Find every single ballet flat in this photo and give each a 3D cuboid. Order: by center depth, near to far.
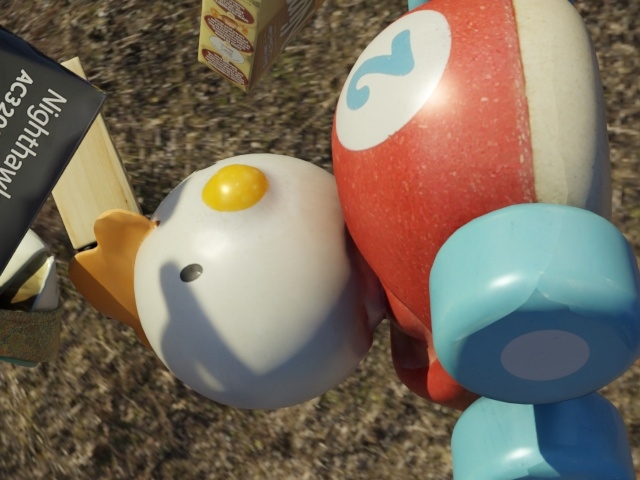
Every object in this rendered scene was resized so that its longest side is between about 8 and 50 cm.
[{"bbox_3d":[-0.265,0.032,0.945,0.123,0.348,0.123,-1,84,12],"label":"ballet flat"}]

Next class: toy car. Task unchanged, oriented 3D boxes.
[{"bbox_3d":[0.000,0.000,0.529,0.237,0.219,0.210,-6,138,6],"label":"toy car"}]

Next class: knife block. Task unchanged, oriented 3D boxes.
[{"bbox_3d":[-0.260,-0.042,1.455,0.088,0.242,0.276,-22,133,-7],"label":"knife block"}]

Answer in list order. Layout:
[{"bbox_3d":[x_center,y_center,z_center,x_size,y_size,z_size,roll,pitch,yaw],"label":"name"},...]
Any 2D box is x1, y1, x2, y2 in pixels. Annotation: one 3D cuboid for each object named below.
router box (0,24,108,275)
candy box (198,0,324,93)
[{"bbox_3d":[-0.270,0.005,0.509,0.243,0.081,0.309,32,70,-16],"label":"router box"},{"bbox_3d":[-0.053,-0.325,1.443,0.087,0.316,0.183,35,69,5],"label":"candy box"}]
